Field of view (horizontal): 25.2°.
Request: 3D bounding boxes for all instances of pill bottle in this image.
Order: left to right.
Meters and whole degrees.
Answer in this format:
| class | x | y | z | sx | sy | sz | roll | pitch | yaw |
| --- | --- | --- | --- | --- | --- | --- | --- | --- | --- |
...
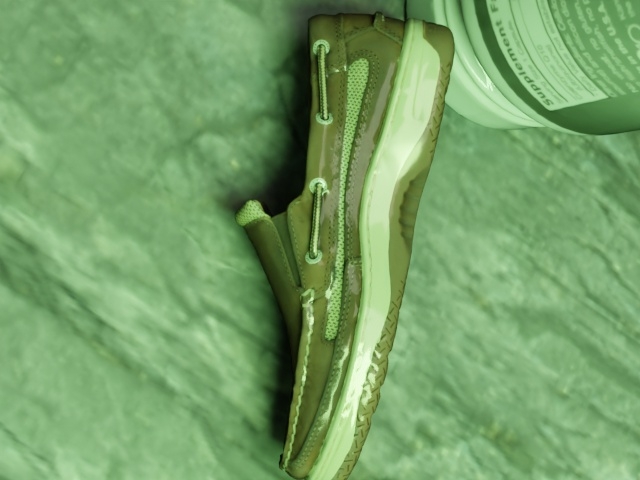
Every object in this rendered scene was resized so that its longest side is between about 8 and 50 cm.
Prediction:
| class | x | y | z | sx | sy | sz | roll | pitch | yaw |
| --- | --- | --- | --- | --- | --- | --- | --- | --- | --- |
| pill bottle | 0.175 | -0.140 | 0.748 | 0.161 | 0.283 | 0.161 | 2 | 86 | -27 |

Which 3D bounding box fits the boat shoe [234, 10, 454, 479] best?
| class | x | y | z | sx | sy | sz | roll | pitch | yaw |
| --- | --- | --- | --- | --- | --- | --- | --- | --- | --- |
| boat shoe | 0.000 | 0.001 | 0.774 | 0.095 | 0.095 | 0.257 | 13 | 82 | -2 |
